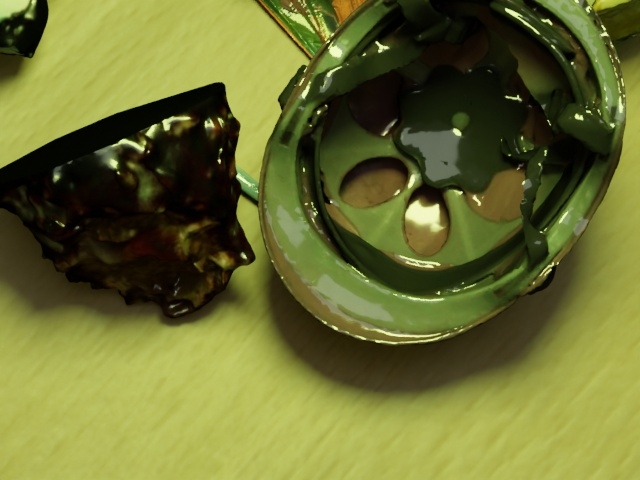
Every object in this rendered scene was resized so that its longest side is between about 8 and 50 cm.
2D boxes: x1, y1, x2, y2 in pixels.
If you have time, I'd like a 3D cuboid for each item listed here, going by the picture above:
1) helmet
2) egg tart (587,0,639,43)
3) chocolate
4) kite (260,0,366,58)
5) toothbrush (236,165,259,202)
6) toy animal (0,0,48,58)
[{"bbox_3d":[0.105,-0.086,1.653,0.271,0.197,0.338,34,104,-2],"label":"helmet"},{"bbox_3d":[0.261,-0.256,1.770,0.232,0.098,0.252,6,42,21],"label":"egg tart"},{"bbox_3d":[-0.150,-0.010,1.636,0.206,0.224,0.177,-35,106,-48],"label":"chocolate"},{"bbox_3d":[0.069,-0.186,1.791,0.321,0.016,0.234,4,72,-2],"label":"kite"},{"bbox_3d":[0.000,0.000,1.713,0.219,0.019,0.016,38,86,9],"label":"toothbrush"},{"bbox_3d":[-0.311,-0.253,1.716,0.166,0.138,0.179,18,75,-17],"label":"toy animal"}]
